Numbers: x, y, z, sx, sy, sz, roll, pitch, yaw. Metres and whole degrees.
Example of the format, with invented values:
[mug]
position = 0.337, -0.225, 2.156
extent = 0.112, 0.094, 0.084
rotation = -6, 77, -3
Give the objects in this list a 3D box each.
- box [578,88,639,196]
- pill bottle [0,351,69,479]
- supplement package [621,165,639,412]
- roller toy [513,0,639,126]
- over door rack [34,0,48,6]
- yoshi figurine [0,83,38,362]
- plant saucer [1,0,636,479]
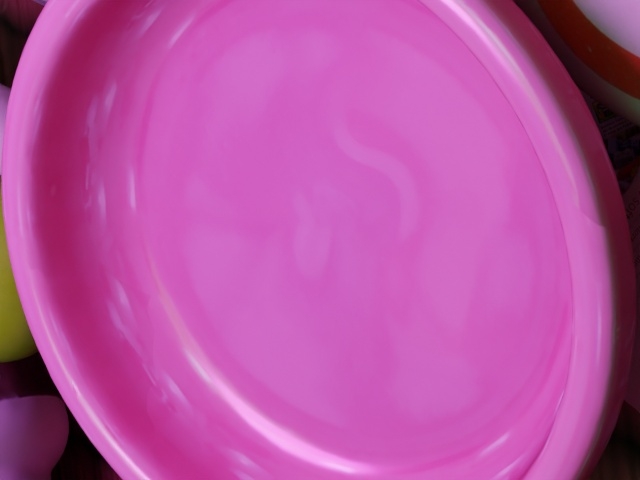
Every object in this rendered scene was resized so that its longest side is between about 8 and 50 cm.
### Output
[box]
position = 0.213, -0.107, 0.881
extent = 0.207, 0.036, 0.114
rotation = -26, 79, 39
[pill bottle]
position = -0.302, 0.084, 1.211
extent = 0.224, 0.224, 0.392
rotation = -37, 74, 37
[supplement package]
position = 0.208, 0.042, 0.838
extent = 0.179, 0.105, 0.105
rotation = 41, 125, 14
[roller toy]
position = 0.172, -0.145, 0.757
extent = 0.191, 0.146, 0.209
rotation = 28, 133, 26
[over door rack]
position = -0.263, -0.207, 1.054
extent = 0.324, 0.108, 0.239
rotation = 38, 165, -4
[yoshi figurine]
position = -0.269, -0.040, 1.044
extent = 0.203, 0.362, 0.203
rotation = -13, 59, 58
[plant saucer]
position = 0.000, 0.000, 0.848
extent = 0.332, 0.084, 0.332
rotation = 13, 113, 32
